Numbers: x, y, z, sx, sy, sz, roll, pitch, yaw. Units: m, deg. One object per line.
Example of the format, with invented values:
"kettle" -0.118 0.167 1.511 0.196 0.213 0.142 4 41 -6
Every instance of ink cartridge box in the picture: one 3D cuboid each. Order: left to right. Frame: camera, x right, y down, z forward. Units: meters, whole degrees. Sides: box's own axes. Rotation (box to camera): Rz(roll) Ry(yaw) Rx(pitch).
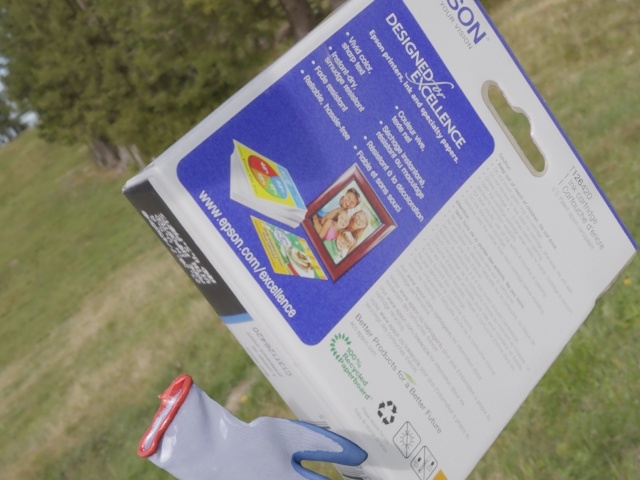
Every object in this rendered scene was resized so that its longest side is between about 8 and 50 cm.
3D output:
"ink cartridge box" 0.064 -0.011 0.707 0.307 0.304 0.072 -45 16 -33

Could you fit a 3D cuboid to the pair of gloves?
"pair of gloves" -0.056 0.179 0.526 0.198 0.159 0.023 -58 16 -13
